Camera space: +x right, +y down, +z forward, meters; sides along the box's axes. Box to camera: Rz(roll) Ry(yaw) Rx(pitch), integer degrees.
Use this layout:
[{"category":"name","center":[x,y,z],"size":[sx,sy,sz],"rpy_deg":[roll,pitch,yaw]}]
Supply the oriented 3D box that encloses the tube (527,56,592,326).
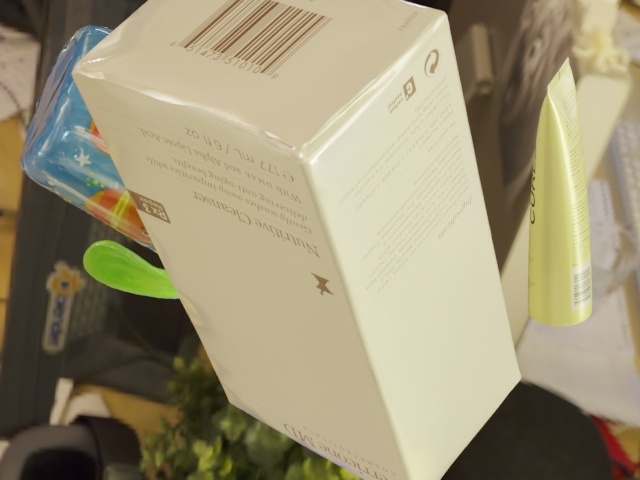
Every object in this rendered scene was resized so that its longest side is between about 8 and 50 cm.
[{"category":"tube","center":[0.218,-0.040,1.178],"size":[0.062,0.240,0.070],"rpy_deg":[-13,25,-17]}]

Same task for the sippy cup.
[{"category":"sippy cup","center":[-0.173,-0.102,1.305],"size":[0.224,0.240,0.305],"rpy_deg":[24,14,-22]}]

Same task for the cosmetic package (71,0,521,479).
[{"category":"cosmetic package","center":[0.000,0.000,0.942],"size":[0.217,0.385,0.156],"rpy_deg":[23,57,36]}]
